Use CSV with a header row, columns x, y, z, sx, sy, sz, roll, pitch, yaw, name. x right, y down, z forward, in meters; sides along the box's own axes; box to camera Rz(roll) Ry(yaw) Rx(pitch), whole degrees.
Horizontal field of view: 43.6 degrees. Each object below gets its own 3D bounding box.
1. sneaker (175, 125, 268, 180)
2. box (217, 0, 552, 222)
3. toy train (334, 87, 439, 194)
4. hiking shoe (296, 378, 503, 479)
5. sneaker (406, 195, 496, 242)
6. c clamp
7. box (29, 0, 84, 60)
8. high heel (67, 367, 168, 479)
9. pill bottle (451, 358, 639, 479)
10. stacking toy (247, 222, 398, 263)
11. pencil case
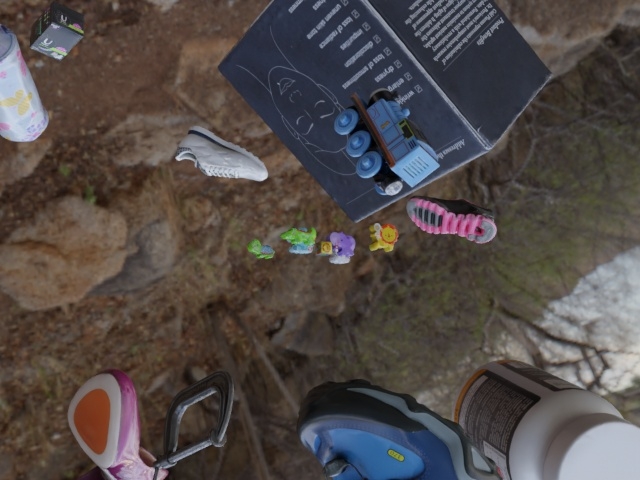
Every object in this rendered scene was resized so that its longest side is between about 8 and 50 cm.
x,y,z,sx,sy,sz,roll,pitch,yaw,name
-0.246,-0.195,2.009,0.235,0.094,0.090,24,155,5,sneaker
0.117,-0.352,1.663,0.297,0.471,0.480,-45,-170,-33,box
0.093,-0.148,1.163,0.105,0.184,0.080,-36,139,16,toy train
0.085,0.234,0.579,0.113,0.304,0.132,-44,178,43,hiking shoe
0.172,-0.036,1.041,0.119,0.057,0.047,18,132,7,sneaker
-0.152,0.231,0.955,0.022,0.137,0.161,28,131,-31,c clamp
-0.465,-0.369,1.413,0.062,0.052,0.083,19,143,-42,box
-0.299,0.304,1.271,0.181,0.127,0.377,-21,149,-41,high heel
0.288,0.254,1.012,0.162,0.162,0.278,-14,-173,-11,pill bottle
0.000,0.000,1.407,0.221,0.052,0.167,4,168,-28,stacking toy
-0.643,-0.318,1.627,0.113,0.124,0.273,-36,158,-19,pencil case
